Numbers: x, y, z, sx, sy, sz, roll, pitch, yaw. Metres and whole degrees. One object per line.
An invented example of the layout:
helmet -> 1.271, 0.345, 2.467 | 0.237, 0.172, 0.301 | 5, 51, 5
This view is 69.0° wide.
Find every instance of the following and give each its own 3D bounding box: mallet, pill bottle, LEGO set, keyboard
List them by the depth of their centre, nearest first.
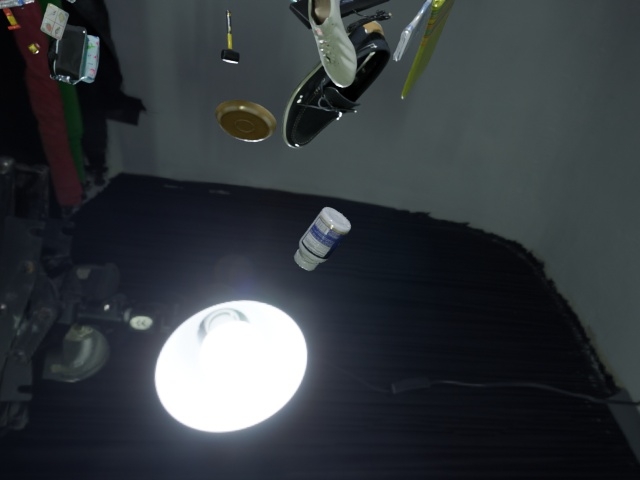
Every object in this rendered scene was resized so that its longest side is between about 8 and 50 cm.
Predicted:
LEGO set -> -0.708, -0.581, 1.123 | 0.244, 0.182, 0.060 | -51, 27, 28
pill bottle -> 0.000, 0.000, 1.283 | 0.169, 0.094, 0.094 | -53, 22, 24
keyboard -> 0.085, -0.691, 1.395 | 0.201, 0.317, 0.033 | 50, 156, 23
mallet -> -0.313, -0.719, 1.648 | 0.039, 0.062, 0.190 | -15, 69, 56

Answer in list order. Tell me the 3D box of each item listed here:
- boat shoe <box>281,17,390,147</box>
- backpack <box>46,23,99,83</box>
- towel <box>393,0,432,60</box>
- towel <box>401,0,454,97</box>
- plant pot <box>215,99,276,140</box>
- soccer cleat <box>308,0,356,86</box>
boat shoe -> 0.043, -0.491, 1.556 | 0.500, 0.187, 0.156 | -46, 57, 27
backpack -> -1.010, -0.748, 1.892 | 0.253, 0.191, 0.225 | 12, 94, 50
towel -> 0.360, -0.804, 1.675 | 0.285, 0.034, 0.209 | -57, -1, -7
towel -> 0.199, -0.373, 0.860 | 0.102, 0.021, 0.237 | -54, -8, -18
plant pot -> -0.286, -0.446, 1.778 | 0.236, 0.236, 0.032 | 113, 166, -68
soccer cleat -> 0.015, -0.356, 0.803 | 0.076, 0.068, 0.196 | -60, -37, -47
